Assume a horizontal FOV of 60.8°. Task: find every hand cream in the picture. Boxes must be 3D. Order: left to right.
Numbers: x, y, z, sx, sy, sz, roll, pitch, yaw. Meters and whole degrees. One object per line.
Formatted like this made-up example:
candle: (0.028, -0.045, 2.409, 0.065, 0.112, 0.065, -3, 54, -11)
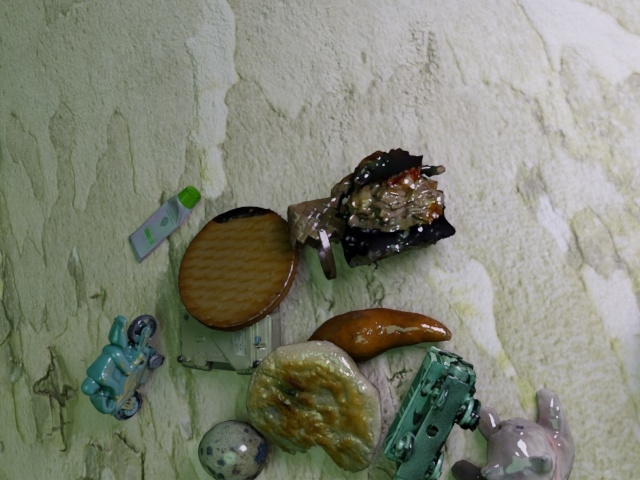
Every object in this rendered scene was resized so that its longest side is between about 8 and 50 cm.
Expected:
hand cream: (-0.426, -0.049, 1.471, 0.275, 0.050, 0.079, -38, 44, 24)

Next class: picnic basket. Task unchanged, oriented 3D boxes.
picnic basket: (0.000, 0.000, 1.201, 0.138, 0.128, 0.178, -12, 86, -4)

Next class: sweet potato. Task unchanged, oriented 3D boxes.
sweet potato: (0.090, 0.200, 1.158, 0.359, 0.112, 0.112, -19, 78, 26)

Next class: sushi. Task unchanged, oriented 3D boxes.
sushi: (0.132, -0.068, 1.087, 0.225, 0.238, 0.218, -17, 95, 32)

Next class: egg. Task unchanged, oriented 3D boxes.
egg: (-0.207, 0.489, 1.266, 0.182, 0.141, 0.141, -4, 85, 36)

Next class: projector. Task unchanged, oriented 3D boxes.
projector: (-0.227, 0.222, 1.323, 0.270, 0.088, 0.193, -2, 89, 26)

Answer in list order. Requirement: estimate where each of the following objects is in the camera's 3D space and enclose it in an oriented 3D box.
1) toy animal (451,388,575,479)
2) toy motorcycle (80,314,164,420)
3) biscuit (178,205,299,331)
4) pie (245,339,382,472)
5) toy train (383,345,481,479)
toy animal: (0.316, 0.450, 0.993, 0.308, 0.188, 0.266, -19, 87, 21)
toy motorcycle: (-0.518, 0.329, 1.402, 0.109, 0.198, 0.296, 19, 94, 31)
biscuit: (-0.196, 0.061, 1.291, 0.318, 0.040, 0.318, -11, 61, 20)
pie: (-0.019, 0.358, 1.175, 0.338, 0.075, 0.337, 9, 113, 23)
toy train: (0.218, 0.348, 1.050, 0.115, 0.154, 0.269, 25, 98, 4)
